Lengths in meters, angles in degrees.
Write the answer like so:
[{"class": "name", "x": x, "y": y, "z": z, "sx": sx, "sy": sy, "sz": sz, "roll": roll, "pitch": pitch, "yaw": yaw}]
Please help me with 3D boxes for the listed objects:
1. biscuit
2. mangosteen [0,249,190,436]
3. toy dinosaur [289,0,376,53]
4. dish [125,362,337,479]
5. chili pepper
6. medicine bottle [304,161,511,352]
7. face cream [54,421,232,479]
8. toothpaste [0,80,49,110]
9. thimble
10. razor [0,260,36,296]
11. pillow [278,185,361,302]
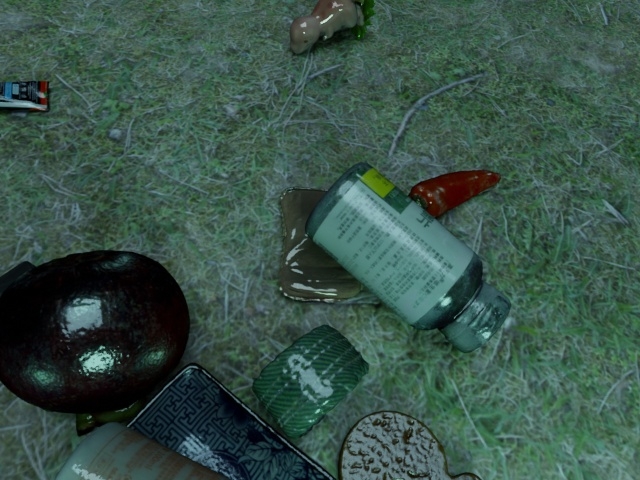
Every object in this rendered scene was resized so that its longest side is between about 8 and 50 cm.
[{"class": "biscuit", "x": 0.115, "y": 0.321, "z": 0.532, "sx": 0.180, "sy": 0.039, "sz": 0.236, "roll": -23, "pitch": 63, "yaw": -17}, {"class": "mangosteen", "x": -0.261, "y": 0.117, "z": 0.531, "sx": 0.216, "sy": 0.216, "sz": 0.216, "roll": 3, "pitch": 58, "yaw": -5}, {"class": "toy dinosaur", "x": 0.011, "y": -0.515, "z": 0.975, "sx": 0.177, "sy": 0.194, "sz": 0.152, "roll": -23, "pitch": 71, "yaw": -43}, {"class": "dish", "x": -0.120, "y": 0.285, "z": 0.503, "sx": 0.243, "sy": 0.080, "sz": 0.182, "roll": 34, "pitch": 60, "yaw": 16}, {"class": "chili pepper", "x": 0.218, "y": -0.082, "z": 0.778, "sx": 0.272, "sy": 0.063, "sz": 0.071, "roll": -21, "pitch": 60, "yaw": -32}, {"class": "medicine bottle", "x": 0.126, "y": 0.029, "z": 0.642, "sx": 0.293, "sy": 0.141, "sz": 0.141, "roll": 42, "pitch": 62, "yaw": 6}, {"class": "face cream", "x": -0.116, "y": 0.267, "z": 0.410, "sx": 0.252, "sy": 0.101, "sz": 0.101, "roll": 22, "pitch": 59, "yaw": 8}, {"class": "toothpaste", "x": -0.603, "y": -0.261, "z": 0.811, "sx": 0.193, "sy": 0.045, "sz": 0.071, "roll": -8, "pitch": 68, "yaw": -19}, {"class": "thimble", "x": -0.012, "y": 0.174, "z": 0.558, "sx": 0.090, "sy": 0.118, "sz": 0.135, "roll": 46, "pitch": 26, "yaw": 16}, {"class": "razor", "x": -0.433, "y": 0.096, "z": 0.598, "sx": 0.090, "sy": 0.054, "sz": 0.148, "roll": 39, "pitch": 61, "yaw": 17}, {"class": "pillow", "x": -0.003, "y": 0.000, "z": 0.721, "sx": 0.135, "sy": 0.034, "sz": 0.211, "roll": 6, "pitch": 59, "yaw": -10}]
